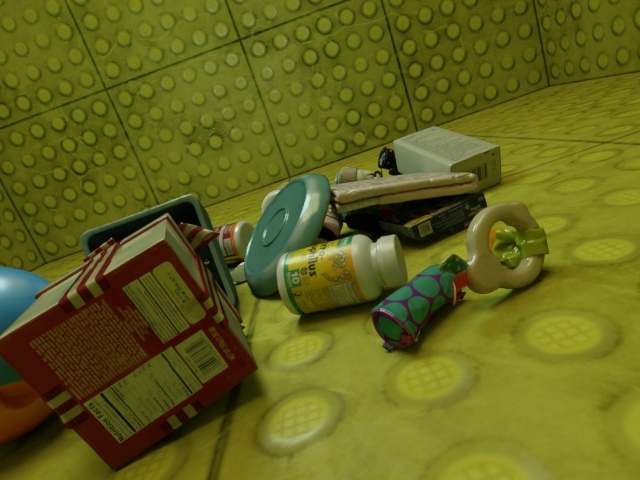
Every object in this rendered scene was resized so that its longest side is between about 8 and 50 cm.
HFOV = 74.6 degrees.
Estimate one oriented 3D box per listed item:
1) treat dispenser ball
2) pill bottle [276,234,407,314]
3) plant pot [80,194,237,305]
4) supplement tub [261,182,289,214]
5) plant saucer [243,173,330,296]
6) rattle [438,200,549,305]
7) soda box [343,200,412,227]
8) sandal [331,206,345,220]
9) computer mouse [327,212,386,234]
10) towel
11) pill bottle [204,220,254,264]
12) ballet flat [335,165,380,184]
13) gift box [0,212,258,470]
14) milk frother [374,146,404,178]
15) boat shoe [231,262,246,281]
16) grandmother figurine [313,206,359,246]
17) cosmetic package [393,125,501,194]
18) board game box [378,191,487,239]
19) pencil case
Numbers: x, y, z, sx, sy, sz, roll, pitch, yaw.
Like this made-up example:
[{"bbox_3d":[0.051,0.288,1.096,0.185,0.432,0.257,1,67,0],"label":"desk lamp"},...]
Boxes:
[{"bbox_3d":[-0.541,0.185,0.682,0.288,0.288,0.288,-18,15,5],"label":"treat dispenser ball"},{"bbox_3d":[0.040,0.056,0.734,0.208,0.117,0.117,-14,16,19],"label":"pill bottle"},{"bbox_3d":[-0.330,0.064,0.965,0.247,0.248,0.252,-21,-1,-3],"label":"plant pot"},{"bbox_3d":[-0.124,-0.135,1.560,0.144,0.144,0.199,-15,15,16],"label":"supplement tub"},{"bbox_3d":[-0.092,-0.025,0.967,0.317,0.044,0.317,-43,29,31],"label":"plant saucer"},{"bbox_3d":[0.225,0.028,0.631,0.200,0.130,0.143,-36,19,-18],"label":"rattle"},{"bbox_3d":[0.170,-0.103,1.229,0.210,0.067,0.071,-25,16,-19],"label":"soda box"},{"bbox_3d":[0.065,-0.110,1.397,0.090,0.060,0.219,-11,17,30],"label":"sandal"},{"bbox_3d":[0.051,-0.064,1.033,0.242,0.041,0.071,14,20,2],"label":"computer mouse"},{"bbox_3d":[0.167,-0.125,1.033,0.317,0.053,0.332,-9,11,-4],"label":"towel"},{"bbox_3d":[-0.310,0.018,1.289,0.221,0.121,0.121,-11,17,22],"label":"pill bottle"},{"bbox_3d":[0.147,-0.212,1.486,0.106,0.107,0.316,-4,7,22],"label":"ballet flat"},{"bbox_3d":[-0.238,0.117,0.628,0.276,0.255,0.258,-29,19,-13],"label":"gift box"},{"bbox_3d":[0.289,-0.276,1.655,0.135,0.129,0.143,12,-24,-14],"label":"milk frother"},{"bbox_3d":[-0.171,0.071,1.100,0.133,0.049,0.042,-32,-16,-12],"label":"boat shoe"},{"bbox_3d":[0.000,0.000,1.031,0.208,0.104,0.342,-2,20,8],"label":"grandmother figurine"},{"bbox_3d":[0.361,-0.236,1.235,0.160,0.113,0.309,-21,29,-9],"label":"cosmetic package"},{"bbox_3d":[0.245,-0.054,0.977,0.194,0.060,0.194,-24,14,-15],"label":"board game box"},{"bbox_3d":[0.139,0.090,0.593,0.070,0.064,0.152,38,48,26],"label":"pencil case"}]
